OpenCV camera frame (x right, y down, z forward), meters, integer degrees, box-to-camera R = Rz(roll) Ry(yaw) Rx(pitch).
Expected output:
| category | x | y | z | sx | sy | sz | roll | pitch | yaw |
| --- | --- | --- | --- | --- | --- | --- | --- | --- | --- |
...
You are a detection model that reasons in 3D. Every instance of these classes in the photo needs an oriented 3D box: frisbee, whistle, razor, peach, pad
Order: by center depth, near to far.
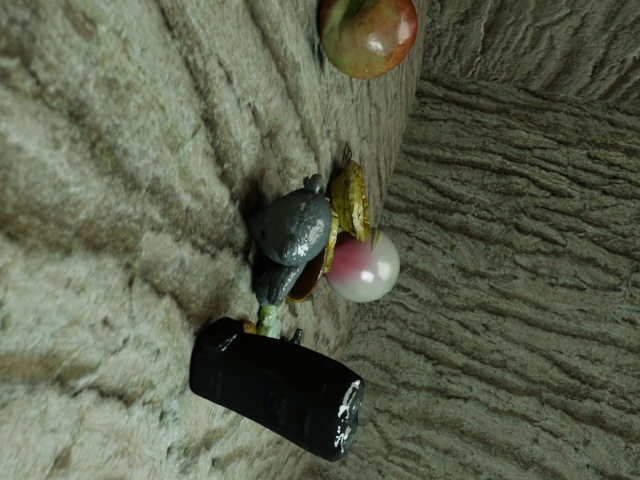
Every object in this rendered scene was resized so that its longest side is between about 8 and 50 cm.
| category | x | y | z | sx | sy | sz | roll | pitch | yaw |
| --- | --- | --- | --- | --- | --- | --- | --- | --- | --- |
| razor | -0.084 | 0.269 | 0.832 | 0.107 | 0.327 | 0.189 | -36 | 140 | -60 |
| frisbee | -0.042 | 0.016 | 1.065 | 0.251 | 0.021 | 0.250 | -24 | -117 | 60 |
| peach | 0.115 | -0.494 | 1.071 | 0.257 | 0.232 | 0.232 | 14 | 90 | -67 |
| whistle | -0.130 | 0.208 | 1.164 | 0.104 | 0.057 | 0.198 | -56 | 158 | -57 |
| pad | 0.081 | -0.240 | 1.697 | 0.158 | 0.003 | 0.234 | 28 | 76 | -77 |

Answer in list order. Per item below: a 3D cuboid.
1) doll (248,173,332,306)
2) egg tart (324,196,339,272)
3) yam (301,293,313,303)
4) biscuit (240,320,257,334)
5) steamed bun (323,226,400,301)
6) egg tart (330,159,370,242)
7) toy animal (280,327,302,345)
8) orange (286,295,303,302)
| category | x | y | z | sx | sy | sz | roll | pitch | yaw |
| --- | --- | --- | --- | --- | --- | --- | --- | --- | --- |
| doll | -0.096 | 0.016 | 0.974 | 0.340 | 0.158 | 0.245 | -47 | -154 | 51 |
| egg tart | 0.000 | 0.000 | 1.413 | 0.279 | 0.095 | 0.278 | 13 | 90 | -76 |
| yam | -0.058 | 0.198 | 1.539 | 0.027 | 0.029 | 0.234 | 64 | 9 | 11 |
| biscuit | -0.194 | 0.272 | 1.025 | 0.188 | 0.027 | 0.187 | 15 | 90 | -76 |
| steamed bun | 0.130 | 0.076 | 1.694 | 0.309 | 0.309 | 0.309 | 14 | 90 | -77 |
| egg tart | 0.100 | -0.130 | 1.546 | 0.295 | 0.116 | 0.294 | -6 | 90 | -80 |
| toy animal | -0.098 | 0.373 | 1.352 | 0.146 | 0.115 | 0.245 | -54 | 155 | -60 |
| orange | -0.068 | 0.141 | 1.316 | 0.085 | 0.085 | 0.085 | 14 | 90 | -77 |
